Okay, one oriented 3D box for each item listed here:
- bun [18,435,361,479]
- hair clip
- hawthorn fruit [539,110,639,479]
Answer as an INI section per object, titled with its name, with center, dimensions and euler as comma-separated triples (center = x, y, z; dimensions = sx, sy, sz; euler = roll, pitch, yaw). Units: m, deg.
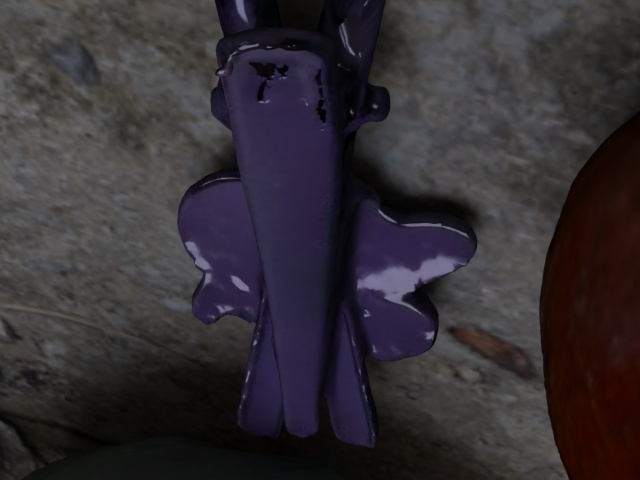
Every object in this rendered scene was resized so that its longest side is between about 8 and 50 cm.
[bun]
center = -0.051, 0.242, 0.826
dimensions = 0.362, 0.211, 0.362
euler = 13, 138, 12
[hair clip]
center = 0.001, -0.013, 0.660
dimensions = 0.137, 0.090, 0.278
euler = 2, 141, 4
[hawthorn fruit]
center = 0.182, 0.056, 0.550
dimensions = 0.231, 0.263, 0.235
euler = 32, 168, 21
